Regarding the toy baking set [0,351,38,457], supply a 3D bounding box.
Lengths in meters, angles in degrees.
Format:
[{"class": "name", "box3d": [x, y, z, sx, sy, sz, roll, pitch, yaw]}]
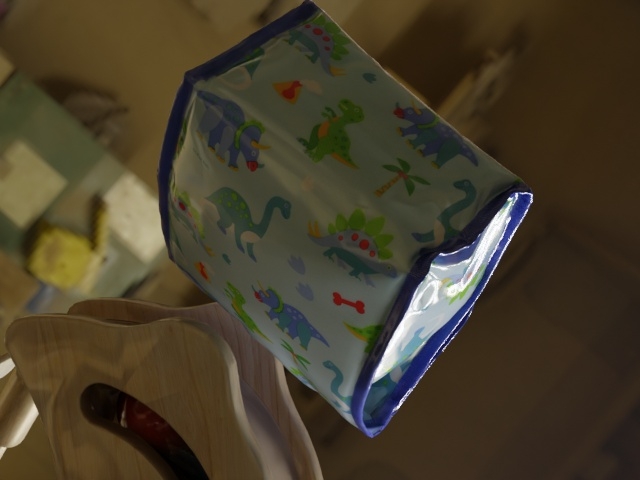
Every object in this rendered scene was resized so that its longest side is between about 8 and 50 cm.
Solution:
[{"class": "toy baking set", "box3d": [-0.240, 0.141, 1.135, 0.197, 0.030, 0.256, -44, 173, -48]}]

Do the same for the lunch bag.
[{"class": "lunch bag", "box3d": [0.000, 0.000, 0.722, 0.096, 0.129, 0.151, -35, 159, -37]}]

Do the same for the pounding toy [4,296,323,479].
[{"class": "pounding toy", "box3d": [-0.060, 0.152, 0.841, 0.154, 0.269, 0.155, -19, 179, 18]}]
